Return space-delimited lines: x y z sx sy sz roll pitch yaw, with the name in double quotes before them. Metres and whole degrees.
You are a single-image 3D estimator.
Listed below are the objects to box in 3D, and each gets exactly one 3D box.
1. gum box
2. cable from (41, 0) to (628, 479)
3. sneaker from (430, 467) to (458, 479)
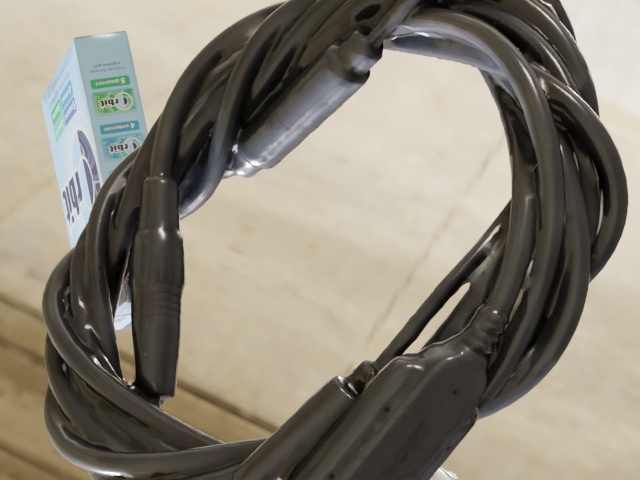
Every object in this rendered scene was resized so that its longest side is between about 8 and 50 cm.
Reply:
"gum box" -0.152 -0.036 1.185 0.157 0.041 0.184 149 109 -69
"cable" 0.000 0.000 0.465 0.184 0.150 0.047 -54 -41 6
"sneaker" 0.069 0.227 1.093 0.071 0.083 0.190 -34 54 32
